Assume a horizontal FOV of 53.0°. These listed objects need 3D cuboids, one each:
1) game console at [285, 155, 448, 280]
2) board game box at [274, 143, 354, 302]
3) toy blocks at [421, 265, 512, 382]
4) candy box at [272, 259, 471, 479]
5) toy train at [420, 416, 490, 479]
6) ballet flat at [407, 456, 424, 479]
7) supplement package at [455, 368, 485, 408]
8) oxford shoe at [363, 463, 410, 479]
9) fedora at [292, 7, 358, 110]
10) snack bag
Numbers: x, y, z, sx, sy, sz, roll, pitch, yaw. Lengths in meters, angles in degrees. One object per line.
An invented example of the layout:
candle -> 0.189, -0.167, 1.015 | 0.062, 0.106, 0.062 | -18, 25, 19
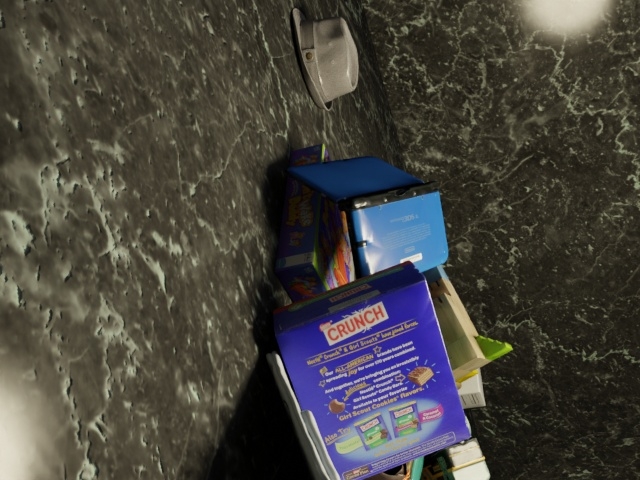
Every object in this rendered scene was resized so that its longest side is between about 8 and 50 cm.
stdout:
game console -> 0.100, -0.048, 1.294 | 0.293, 0.173, 0.251 | -15, 97, -46
board game box -> 0.000, 0.000, 1.347 | 0.347, 0.078, 0.233 | -86, 157, -43
toy blocks -> 0.165, 0.202, 1.360 | 0.190, 0.381, 0.261 | 25, 36, -56
candy box -> 0.089, 0.232, 1.123 | 0.122, 0.268, 0.318 | -122, -167, -72
toy train -> 0.302, 0.568, 1.655 | 0.334, 0.142, 0.190 | 121, -44, -55
ballet flat -> 0.166, 0.579, 1.452 | 0.349, 0.123, 0.123 | -67, 142, -58
supplement package -> 0.381, 0.451, 2.024 | 0.134, 0.243, 0.139 | 57, 26, -51
oxford shoe -> 0.146, 0.500, 1.284 | 0.271, 0.098, 0.097 | 49, 34, -5
fedora -> 0.027, -0.488, 1.689 | 0.243, 0.124, 0.276 | 17, 63, -72
snack bag -> 0.012, 0.371, 0.958 | 0.342, 0.037, 0.323 | -131, -158, -65
